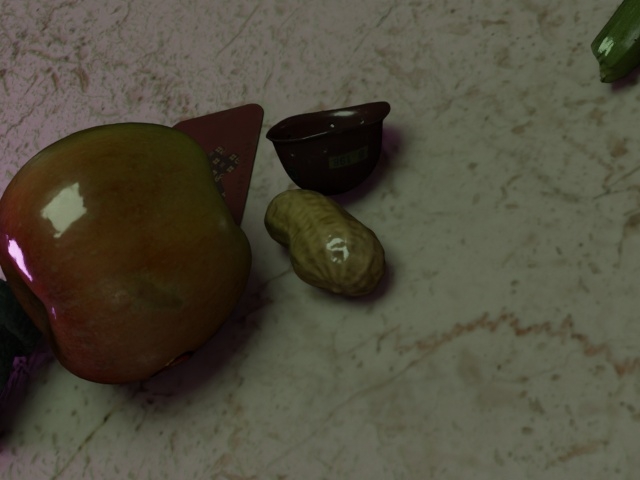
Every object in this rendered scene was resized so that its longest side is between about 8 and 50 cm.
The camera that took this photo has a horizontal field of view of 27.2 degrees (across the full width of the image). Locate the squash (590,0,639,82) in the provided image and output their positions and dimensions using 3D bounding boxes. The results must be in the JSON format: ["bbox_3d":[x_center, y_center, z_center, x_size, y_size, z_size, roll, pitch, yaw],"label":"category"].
[{"bbox_3d":[0.421,-0.296,1.709,0.069,0.069,0.239,21,66,42],"label":"squash"}]

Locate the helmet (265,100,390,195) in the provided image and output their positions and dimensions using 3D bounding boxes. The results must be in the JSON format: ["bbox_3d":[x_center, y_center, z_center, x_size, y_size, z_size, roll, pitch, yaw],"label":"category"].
[{"bbox_3d":[0.022,-0.119,1.795,0.175,0.106,0.155,-25,22,-26],"label":"helmet"}]

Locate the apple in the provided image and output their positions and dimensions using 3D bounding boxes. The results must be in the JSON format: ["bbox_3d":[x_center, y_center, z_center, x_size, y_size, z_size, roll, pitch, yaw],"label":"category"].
[{"bbox_3d":[-0.247,0.010,1.721,0.305,0.338,0.338,-29,40,-20],"label":"apple"}]

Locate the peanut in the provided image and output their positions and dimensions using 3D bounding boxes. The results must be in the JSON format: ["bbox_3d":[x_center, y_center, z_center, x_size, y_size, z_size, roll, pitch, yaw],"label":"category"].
[{"bbox_3d":[0.000,0.000,1.716,0.108,0.095,0.226,-40,43,-7],"label":"peanut"}]

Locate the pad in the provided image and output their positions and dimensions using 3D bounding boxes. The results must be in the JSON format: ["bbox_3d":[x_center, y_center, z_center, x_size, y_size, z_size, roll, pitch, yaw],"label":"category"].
[{"bbox_3d":[-0.178,-0.092,1.974,0.181,0.004,0.267,-11,49,25],"label":"pad"}]

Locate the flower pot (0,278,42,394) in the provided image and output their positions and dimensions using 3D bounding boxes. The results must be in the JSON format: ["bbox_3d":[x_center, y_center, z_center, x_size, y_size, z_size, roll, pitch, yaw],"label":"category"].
[{"bbox_3d":[-0.539,0.107,1.832,0.299,0.299,0.283,5,62,36],"label":"flower pot"}]
